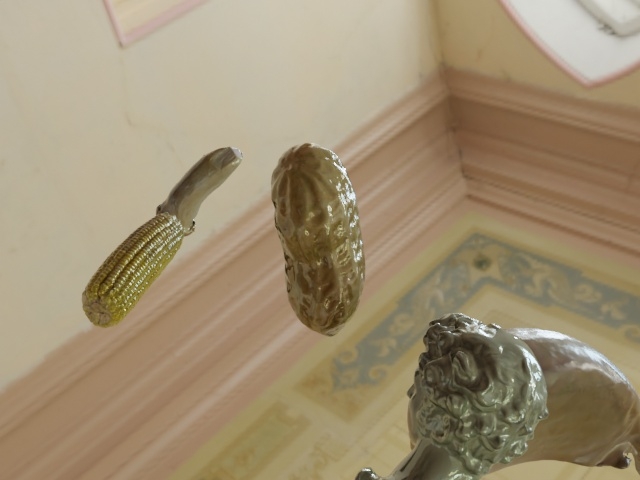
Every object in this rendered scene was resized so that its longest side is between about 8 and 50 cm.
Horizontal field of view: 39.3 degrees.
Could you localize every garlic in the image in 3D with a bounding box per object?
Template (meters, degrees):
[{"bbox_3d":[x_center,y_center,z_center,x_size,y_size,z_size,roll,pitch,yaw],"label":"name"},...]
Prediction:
[{"bbox_3d":[0.259,0.195,1.050,0.338,0.196,0.151,3,-170,-25],"label":"garlic"}]

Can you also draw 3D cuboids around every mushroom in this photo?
[{"bbox_3d":[-0.222,-0.094,1.633,0.209,0.071,0.084,-46,-134,26],"label":"mushroom"}]

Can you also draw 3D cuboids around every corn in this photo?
[{"bbox_3d":[-0.230,0.034,1.108,0.063,0.085,0.165,16,-138,19],"label":"corn"}]

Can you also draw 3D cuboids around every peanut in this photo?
[{"bbox_3d":[0.000,0.000,0.881,0.083,0.194,0.093,-10,-177,-5],"label":"peanut"}]

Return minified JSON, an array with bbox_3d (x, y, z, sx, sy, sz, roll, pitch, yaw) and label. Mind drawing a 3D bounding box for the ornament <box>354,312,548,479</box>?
[{"bbox_3d":[0.103,0.207,0.803,0.130,0.120,0.285,27,-84,23],"label":"ornament"}]
